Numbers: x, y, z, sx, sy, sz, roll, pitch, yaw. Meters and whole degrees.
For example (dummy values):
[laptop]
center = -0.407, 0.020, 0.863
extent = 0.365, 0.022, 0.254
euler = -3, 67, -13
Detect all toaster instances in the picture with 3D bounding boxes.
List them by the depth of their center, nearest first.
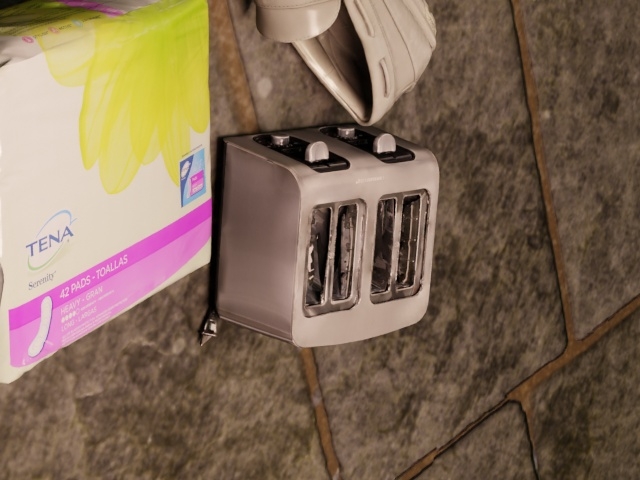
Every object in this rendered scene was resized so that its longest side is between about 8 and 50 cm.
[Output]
[toaster]
center = 0.000, 0.000, 1.597
extent = 0.168, 0.110, 0.185
euler = -8, 109, -42

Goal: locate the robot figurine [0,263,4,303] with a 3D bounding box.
[robot figurine]
center = -0.370, 0.034, 1.121
extent = 0.353, 0.200, 0.300
euler = -6, 126, 4

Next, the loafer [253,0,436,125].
[loafer]
center = -0.010, -0.209, 1.519
extent = 0.319, 0.112, 0.111
euler = 44, 63, -43

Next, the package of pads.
[package of pads]
center = -0.180, -0.057, 1.349
extent = 0.296, 0.101, 0.229
euler = -35, 130, -58
